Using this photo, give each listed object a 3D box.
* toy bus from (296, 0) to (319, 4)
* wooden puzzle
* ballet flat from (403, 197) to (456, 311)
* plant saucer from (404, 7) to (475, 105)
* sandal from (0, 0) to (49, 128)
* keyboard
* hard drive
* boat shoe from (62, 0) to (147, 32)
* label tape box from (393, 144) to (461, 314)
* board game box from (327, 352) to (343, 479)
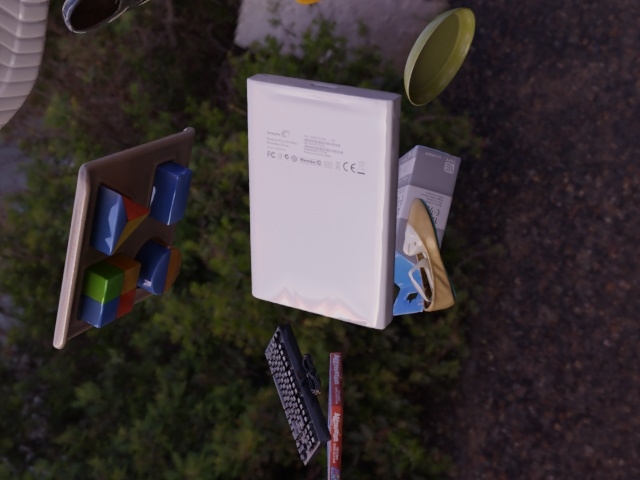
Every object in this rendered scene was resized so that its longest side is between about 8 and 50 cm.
[{"bbox_3d":[0.003,-0.389,1.344,0.130,0.108,0.333,-19,24,1],"label":"toy bus"},{"bbox_3d":[-0.309,-0.005,1.744,0.348,0.080,0.322,-38,-33,-61],"label":"wooden puzzle"},{"bbox_3d":[0.199,0.034,1.990,0.073,0.232,0.080,-23,16,-12],"label":"ballet flat"},{"bbox_3d":[0.257,-0.414,2.296,0.037,0.241,0.241,35,102,24],"label":"plant saucer"},{"bbox_3d":[-0.465,-0.323,1.450,0.102,0.169,0.416,46,118,48],"label":"sandal"},{"bbox_3d":[-0.031,0.199,1.388,0.108,0.023,0.180,-57,45,43],"label":"keyboard"},{"bbox_3d":[0.001,-0.049,1.333,0.040,0.203,0.308,-38,-45,-53],"label":"hard drive"},{"bbox_3d":[-0.331,-0.425,1.742,0.233,0.084,0.079,-34,20,1],"label":"boat shoe"},{"bbox_3d":[0.191,-0.016,2.317,0.249,0.115,0.348,151,136,-77],"label":"label tape box"},{"bbox_3d":[0.030,0.379,2.099,0.145,0.027,0.281,-92,3,-51],"label":"board game box"}]
